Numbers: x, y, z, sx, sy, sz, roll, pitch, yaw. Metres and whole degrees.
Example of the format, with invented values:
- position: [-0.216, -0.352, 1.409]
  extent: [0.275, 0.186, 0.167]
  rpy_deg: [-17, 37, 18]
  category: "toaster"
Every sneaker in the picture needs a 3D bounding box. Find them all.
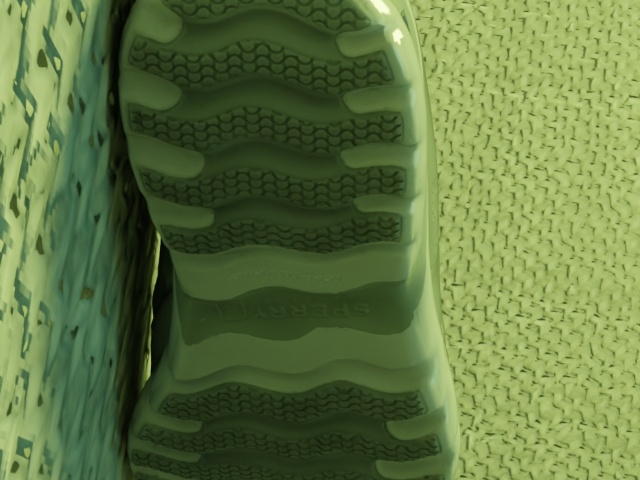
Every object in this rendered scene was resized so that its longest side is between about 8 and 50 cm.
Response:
- position: [0.000, 0.000, 0.485]
  extent: [0.281, 0.105, 0.115]
  rpy_deg: [96, 3, -47]
  category: "sneaker"
